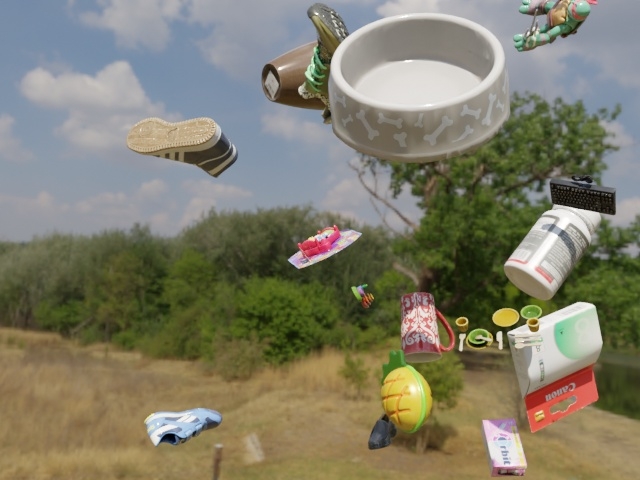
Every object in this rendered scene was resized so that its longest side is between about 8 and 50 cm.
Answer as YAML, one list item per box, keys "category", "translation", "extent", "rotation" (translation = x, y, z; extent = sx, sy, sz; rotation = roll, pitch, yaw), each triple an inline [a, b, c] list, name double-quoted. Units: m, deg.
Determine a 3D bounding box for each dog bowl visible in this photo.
- category: "dog bowl"
  translation: [0.175, -0.293, 1.279]
  extent: [0.348, 0.349, 0.102]
  rotation: [3, -42, 11]

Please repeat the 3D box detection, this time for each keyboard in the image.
- category: "keyboard"
  translation: [0.690, -0.126, 1.859]
  extent: [0.180, 0.108, 0.023]
  rotation: [16, 39, 44]

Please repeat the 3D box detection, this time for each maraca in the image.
- category: "maraca"
  translation: [0.173, 0.316, 1.482]
  extent: [0.099, 0.127, 0.186]
  rotation: [10, 34, -27]

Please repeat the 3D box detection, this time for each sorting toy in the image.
- category: "sorting toy"
  translation: [0.130, 0.161, 2.120]
  extent: [0.042, 0.061, 0.102]
  rotation: [-31, -38, 7]

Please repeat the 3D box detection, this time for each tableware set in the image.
- category: "tableware set"
  translation: [0.324, 0.155, 1.281]
  extent: [0.154, 0.024, 0.104]
  rotation: [-7, 35, 19]

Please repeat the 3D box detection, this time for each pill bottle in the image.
- category: "pill bottle"
  translation: [0.674, 0.017, 2.033]
  extent: [0.161, 0.283, 0.161]
  rotation: [38, -12, 10]

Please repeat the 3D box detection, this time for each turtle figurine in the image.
- category: "turtle figurine"
  translation: [0.467, -0.452, 1.403]
  extent: [0.118, 0.175, 0.234]
  rotation: [27, 1, -9]

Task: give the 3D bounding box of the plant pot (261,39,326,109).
- category: "plant pot"
  translation: [-0.043, -0.462, 2.007]
  extent: [0.230, 0.215, 0.215]
  rotation: [-16, 6, -31]

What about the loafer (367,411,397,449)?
- category: "loafer"
  translation: [0.156, 0.501, 1.846]
  extent: [0.062, 0.061, 0.170]
  rotation: [-11, 1, 16]

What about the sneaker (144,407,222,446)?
- category: "sneaker"
  translation: [-0.249, 0.347, 1.295]
  extent: [0.144, 0.059, 0.053]
  rotation: [-1, -46, -26]

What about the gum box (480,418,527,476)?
- category: "gum box"
  translation: [0.592, 0.674, 2.280]
  extent: [0.107, 0.188, 0.062]
  rotation: [-3, -50, 1]

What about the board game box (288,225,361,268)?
- category: "board game box"
  translation: [0.000, 0.000, 1.314]
  extent: [0.133, 0.033, 0.168]
  rotation: [-28, 12, -8]

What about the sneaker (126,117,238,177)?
- category: "sneaker"
  translation: [-0.336, -0.226, 1.737]
  extent: [0.282, 0.099, 0.153]
  rotation: [3, -21, 29]

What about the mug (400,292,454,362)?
- category: "mug"
  translation: [0.279, 0.240, 1.920]
  extent: [0.113, 0.169, 0.150]
  rotation: [-22, -31, 39]

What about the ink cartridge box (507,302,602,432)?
- category: "ink cartridge box"
  translation: [0.481, 0.257, 1.401]
  extent: [0.181, 0.225, 0.056]
  rotation: [-20, 11, -17]

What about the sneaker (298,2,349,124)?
- category: "sneaker"
  translation: [0.020, -0.427, 1.833]
  extent: [0.182, 0.158, 0.410]
  rotation: [-21, -37, 9]
